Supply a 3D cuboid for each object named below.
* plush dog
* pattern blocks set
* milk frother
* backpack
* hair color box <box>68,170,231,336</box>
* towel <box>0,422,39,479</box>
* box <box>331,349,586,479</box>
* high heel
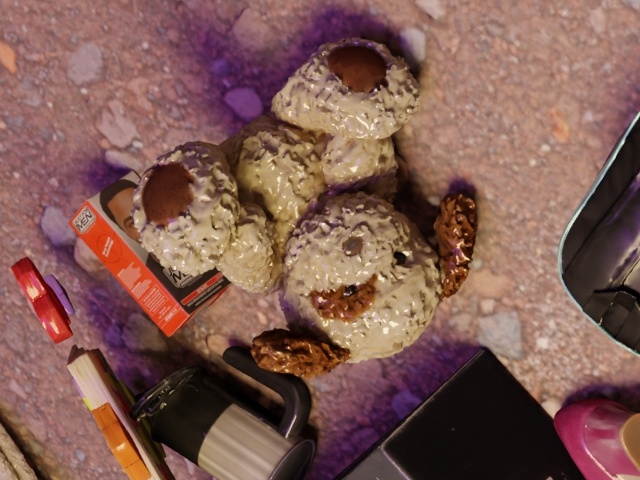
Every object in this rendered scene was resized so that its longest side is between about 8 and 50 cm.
[{"bbox_3d":[0.000,0.000,1.584,0.225,0.262,0.210,52,166,12],"label":"plush dog"},{"bbox_3d":[-0.181,0.173,1.777,0.026,0.285,0.325,-31,81,-2],"label":"pattern blocks set"},{"bbox_3d":[-0.092,0.177,1.770,0.135,0.143,0.129,31,121,21],"label":"milk frother"},{"bbox_3d":[0.271,-0.008,1.402,0.166,0.144,0.188,37,107,11],"label":"backpack"},{"bbox_3d":[-0.156,0.011,1.773,0.141,0.072,0.043,47,133,3],"label":"hair color box"},{"bbox_3d":[-0.354,0.283,2.053,0.282,0.049,0.187,55,134,14],"label":"towel"},{"bbox_3d":[0.128,0.332,1.678,0.343,0.179,0.312,47,133,5],"label":"box"},{"bbox_3d":[0.281,0.234,1.600,0.244,0.082,0.117,51,162,-16],"label":"high heel"}]
